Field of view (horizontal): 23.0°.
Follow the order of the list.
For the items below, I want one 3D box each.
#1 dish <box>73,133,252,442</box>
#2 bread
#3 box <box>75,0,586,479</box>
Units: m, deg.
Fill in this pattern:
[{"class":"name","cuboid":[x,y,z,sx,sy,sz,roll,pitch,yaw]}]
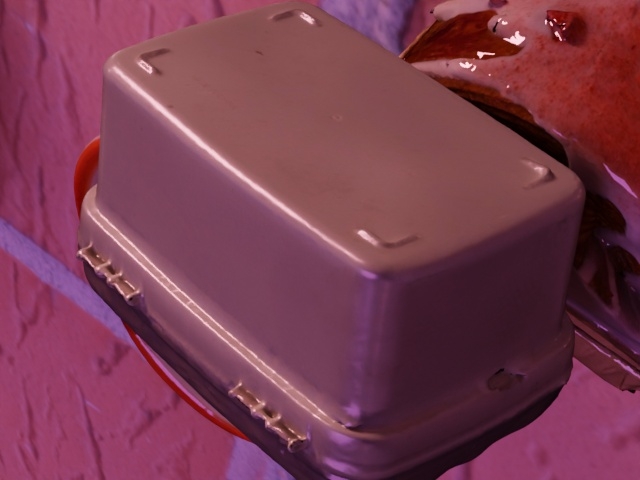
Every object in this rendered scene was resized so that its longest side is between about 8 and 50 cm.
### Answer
[{"class":"dish","cuboid":[-0.017,0.008,0.940,0.256,0.117,0.256,27,140,26]},{"class":"bread","cuboid":[0.127,-0.037,0.735,0.224,0.142,0.212,38,159,16]},{"class":"box","cuboid":[0.000,0.000,0.661,0.210,0.148,0.129,38,136,36]}]
